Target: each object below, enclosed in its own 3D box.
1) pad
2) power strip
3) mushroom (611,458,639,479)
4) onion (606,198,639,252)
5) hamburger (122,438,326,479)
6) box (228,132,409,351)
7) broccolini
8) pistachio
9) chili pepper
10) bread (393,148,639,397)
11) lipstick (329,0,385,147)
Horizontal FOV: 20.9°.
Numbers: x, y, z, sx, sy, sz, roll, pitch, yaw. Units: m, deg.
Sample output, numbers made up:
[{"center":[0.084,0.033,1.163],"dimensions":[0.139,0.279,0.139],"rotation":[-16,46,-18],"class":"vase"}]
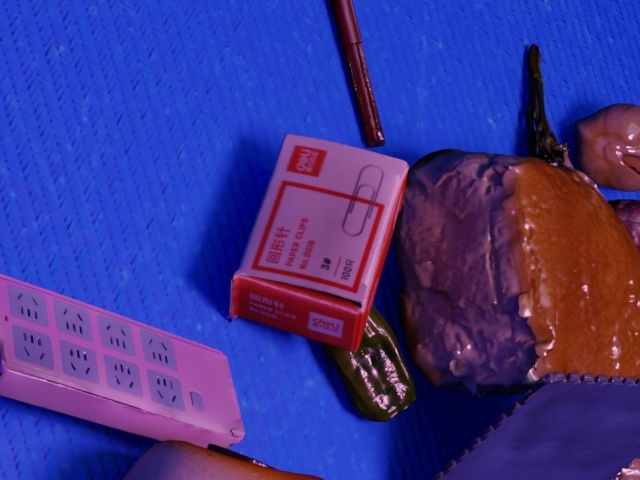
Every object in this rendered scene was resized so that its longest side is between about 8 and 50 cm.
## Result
[{"center":[0.239,0.217,1.758],"dimensions":[0.269,0.269,0.012],"rotation":[8,46,-42],"class":"pad"},{"center":[-0.185,0.112,1.523],"dimensions":[0.279,0.037,0.109],"rotation":[22,37,-36],"class":"power strip"},{"center":[0.435,0.209,2.019],"dimensions":[0.177,0.126,0.397],"rotation":[49,50,-7],"class":"mushroom"},{"center":[0.334,0.068,1.937],"dimensions":[0.218,0.139,0.195],"rotation":[-69,144,-45],"class":"onion"},{"center":[-0.075,0.256,1.487],"dimensions":[0.237,0.237,0.147],"rotation":[21,80,-36],"class":"hamburger"},{"center":[0.000,0.000,1.671],"dimensions":[0.133,0.099,0.182],"rotation":[16,59,7],"class":"box"},{"center":[0.266,-0.140,2.012],"dimensions":[0.058,0.074,0.201],"rotation":[16,64,-19],"class":"broccolini"},{"center":[0.363,-0.110,2.069],"dimensions":[0.149,0.113,0.113],"rotation":[11,70,-55],"class":"pistachio"},{"center":[0.029,0.088,1.732],"dimensions":[0.072,0.073,0.204],"rotation":[-32,98,-28],"class":"chili pepper"},{"center":[0.211,0.035,1.797],"dimensions":[0.250,0.225,0.279],"rotation":[7,75,-43],"class":"bread"},{"center":[0.038,-0.184,1.848],"dimensions":[0.027,0.027,0.177],"rotation":[-11,87,-43],"class":"lipstick"}]
